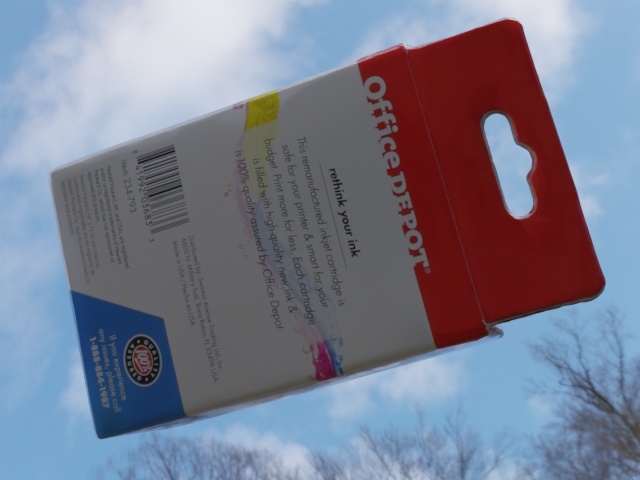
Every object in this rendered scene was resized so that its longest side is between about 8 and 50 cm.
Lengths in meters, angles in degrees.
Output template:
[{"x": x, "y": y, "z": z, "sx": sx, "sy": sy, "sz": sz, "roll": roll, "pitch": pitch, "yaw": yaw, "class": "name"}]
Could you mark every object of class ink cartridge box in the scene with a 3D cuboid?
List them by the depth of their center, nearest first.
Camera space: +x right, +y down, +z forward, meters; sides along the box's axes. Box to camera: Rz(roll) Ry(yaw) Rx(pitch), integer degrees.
[{"x": 0.000, "y": 0.000, "z": 0.408, "sx": 0.231, "sy": 0.078, "sz": 0.134, "roll": -17, "pitch": -103, "yaw": 12, "class": "ink cartridge box"}]
